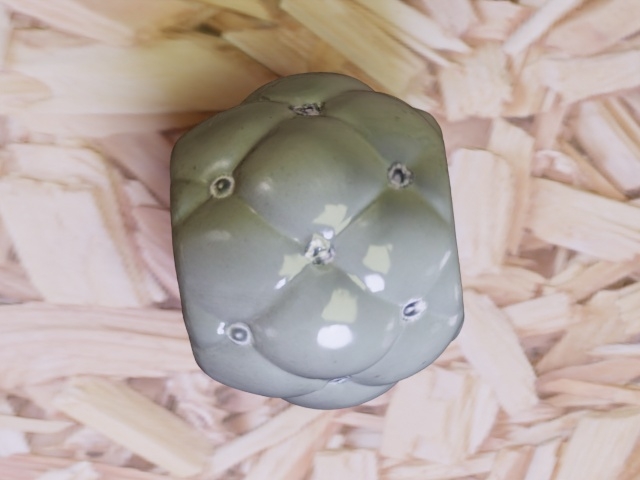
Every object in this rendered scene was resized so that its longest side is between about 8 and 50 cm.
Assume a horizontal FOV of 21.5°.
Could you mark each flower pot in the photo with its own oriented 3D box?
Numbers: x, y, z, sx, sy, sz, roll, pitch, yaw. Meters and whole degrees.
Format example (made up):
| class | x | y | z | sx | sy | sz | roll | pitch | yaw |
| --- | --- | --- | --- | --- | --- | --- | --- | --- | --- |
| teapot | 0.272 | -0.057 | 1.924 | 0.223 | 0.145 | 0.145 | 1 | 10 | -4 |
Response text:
| class | x | y | z | sx | sy | sz | roll | pitch | yaw |
| --- | --- | --- | --- | --- | --- | --- | --- | --- | --- |
| flower pot | 0.000 | 0.000 | 1.212 | 0.195 | 0.246 | 0.246 | -6 | 117 | 2 |
